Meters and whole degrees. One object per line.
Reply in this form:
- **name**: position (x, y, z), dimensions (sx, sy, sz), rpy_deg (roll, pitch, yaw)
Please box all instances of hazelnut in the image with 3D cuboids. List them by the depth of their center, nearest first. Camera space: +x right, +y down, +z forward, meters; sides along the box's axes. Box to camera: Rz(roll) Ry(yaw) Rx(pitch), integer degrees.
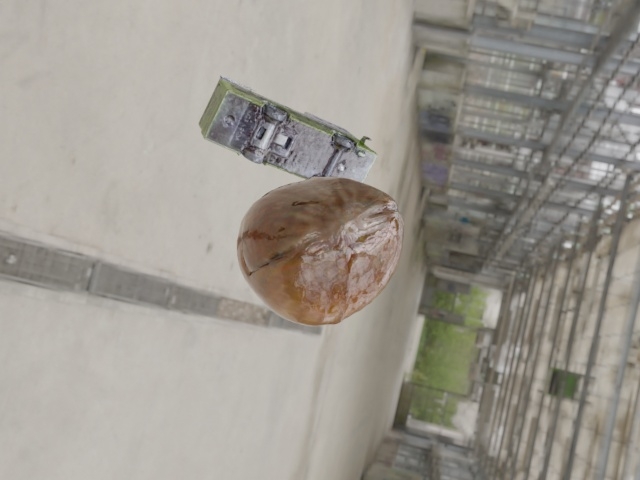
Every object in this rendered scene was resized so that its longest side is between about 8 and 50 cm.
- **hazelnut**: position (0.000, 0.000, 0.782), dimensions (0.150, 0.150, 0.150), rpy_deg (12, 90, -82)

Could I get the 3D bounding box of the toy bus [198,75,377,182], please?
- **toy bus**: position (-0.058, -0.179, 1.481), dimensions (0.113, 0.301, 0.139), rpy_deg (-61, -149, 15)
